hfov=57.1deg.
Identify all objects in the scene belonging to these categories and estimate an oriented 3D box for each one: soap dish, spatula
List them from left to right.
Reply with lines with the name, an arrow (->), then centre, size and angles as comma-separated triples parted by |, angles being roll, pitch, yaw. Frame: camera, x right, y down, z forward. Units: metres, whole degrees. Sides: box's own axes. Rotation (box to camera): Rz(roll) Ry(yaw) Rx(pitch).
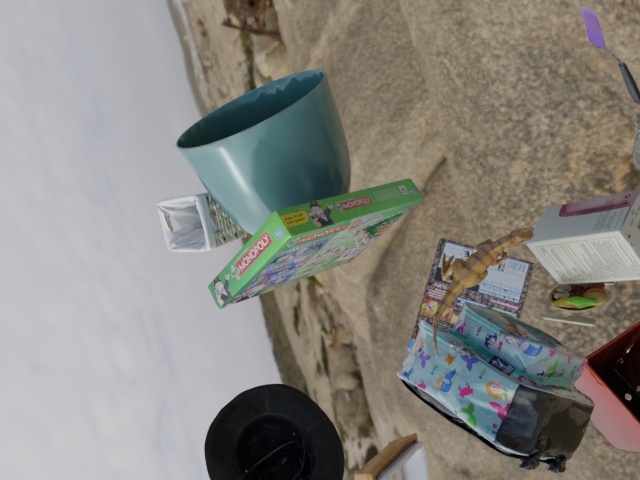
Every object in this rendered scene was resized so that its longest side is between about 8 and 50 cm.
soap dish -> 0.218, 0.735, 1.747 | 0.291, 0.118, 0.228 | -13, -86, -55
spatula -> 0.712, -0.439, 1.427 | 0.296, 0.030, 0.084 | 42, -161, -23

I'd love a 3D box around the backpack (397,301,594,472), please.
backpack -> 0.253, 0.202, 0.885 | 0.254, 0.225, 0.191 | 17, 86, 48

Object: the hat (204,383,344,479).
hat -> -0.106, 0.515, 1.404 | 0.134, 0.332, 0.331 | 92, 159, -63

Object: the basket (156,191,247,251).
basket -> -0.241, -0.043, 1.202 | 0.167, 0.103, 0.113 | -2, 103, 47

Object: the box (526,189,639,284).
box -> 0.602, 0.000, 1.282 | 0.148, 0.126, 0.232 | 46, 154, -18

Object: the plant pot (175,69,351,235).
plant pot -> -0.077, -0.140, 1.079 | 0.235, 0.293, 0.293 | 63, 178, -26

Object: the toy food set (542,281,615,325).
toy food set -> 0.593, 0.120, 1.350 | 0.132, 0.192, 0.038 | 3, 120, 40

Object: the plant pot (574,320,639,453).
plant pot -> 0.833, 0.406, 1.560 | 0.267, 0.267, 0.235 | 54, 158, 27

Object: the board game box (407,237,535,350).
board game box -> 0.369, 0.171, 1.458 | 0.141, 0.232, 0.290 | 48, -120, -73

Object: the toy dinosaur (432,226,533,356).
toy dinosaur -> 0.198, 0.050, 0.811 | 0.064, 0.211, 0.112 | 41, -178, -1

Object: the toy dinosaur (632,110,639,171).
toy dinosaur -> 0.702, -0.205, 1.203 | 0.313, 0.160, 0.121 | 62, -170, -64

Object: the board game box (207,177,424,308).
board game box -> 0.000, 0.000, 0.937 | 0.213, 0.317, 0.046 | -45, 71, 40
